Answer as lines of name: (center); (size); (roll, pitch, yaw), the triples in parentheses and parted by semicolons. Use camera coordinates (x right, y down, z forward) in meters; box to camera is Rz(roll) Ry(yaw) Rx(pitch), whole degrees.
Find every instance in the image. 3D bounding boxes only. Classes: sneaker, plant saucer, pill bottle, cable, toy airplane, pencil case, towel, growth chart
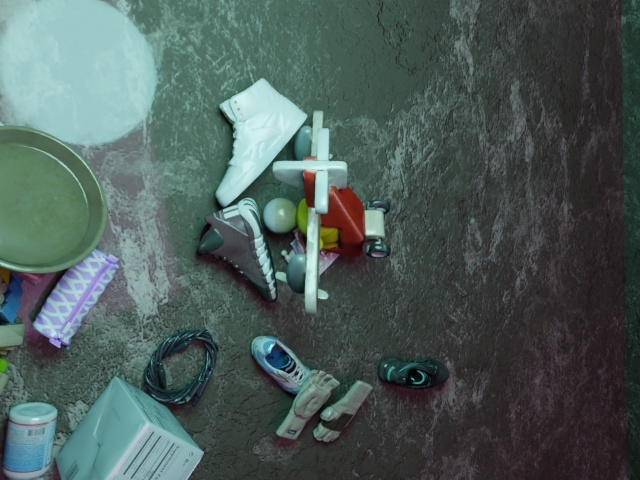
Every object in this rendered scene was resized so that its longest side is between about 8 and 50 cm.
sneaker: (-0.182, -0.230, 1.249); (0.169, 0.108, 0.293); (40, 78, -15)
plant saucer: (-0.521, -0.070, 0.978); (0.277, 0.041, 0.278); (24, 55, -39)
pill bottle: (-0.575, 0.410, 1.080); (0.087, 0.087, 0.160); (8, 92, -33)
cable: (-0.315, 0.283, 1.259); (0.150, 0.047, 0.185); (31, 77, -24)
sneaker: (-0.081, 0.326, 1.384); (0.237, 0.086, 0.085); (47, 70, -29)
toy airplane: (-0.019, -0.074, 1.237); (0.386, 0.272, 0.385); (-51, 130, -60)
pencil case: (-0.487, 0.110, 1.096); (0.086, 0.088, 0.206); (36, 77, -33)
sneaker: (-0.199, 0.038, 1.280); (0.162, 0.106, 0.281); (-13, 122, -2)
towel: (-0.592, -0.099, 0.971); (0.329, 0.037, 0.237); (40, 46, -29)
sneaker: (0.296, 0.406, 1.622); (0.267, 0.106, 0.101); (9, 90, -34)
growth chart: (0.000, 0.000, 1.430); (0.237, 0.021, 0.172); (-49, 117, -18)

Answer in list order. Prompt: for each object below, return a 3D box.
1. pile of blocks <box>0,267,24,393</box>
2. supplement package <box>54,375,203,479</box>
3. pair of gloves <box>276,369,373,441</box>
pile of blocks: (-0.640, 0.138, 1.010); (0.112, 0.149, 0.362); (6, 82, 10)
supplement package: (-0.389, 0.430, 1.096); (0.145, 0.261, 0.204); (42, 74, -29)
pair of gloves: (0.013, 0.441, 1.451); (0.240, 0.042, 0.204); (23, 103, -41)
